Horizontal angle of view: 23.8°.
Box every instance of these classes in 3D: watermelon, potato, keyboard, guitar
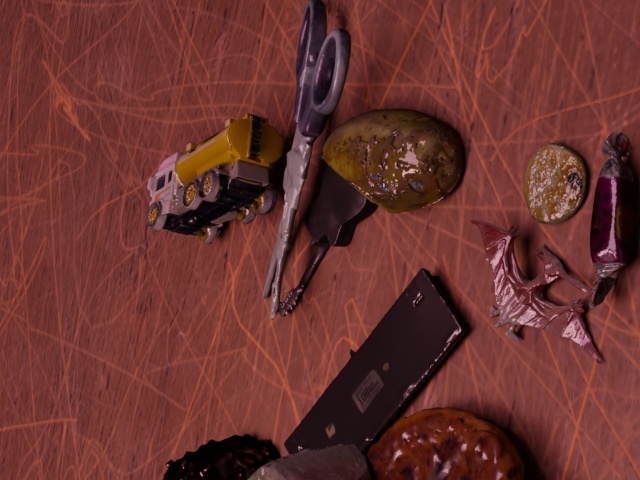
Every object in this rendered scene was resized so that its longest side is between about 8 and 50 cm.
[{"bbox_3d":[0.020,0.320,1.596,0.241,0.154,0.094,48,121,34],"label":"watermelon"},{"bbox_3d":[0.071,-0.098,1.721,0.198,0.054,0.119,27,98,43],"label":"potato"},{"bbox_3d":[0.060,0.169,1.746,0.317,0.027,0.106,-54,52,32],"label":"keyboard"},{"bbox_3d":[0.000,0.000,1.839,0.088,0.025,0.233,53,124,38],"label":"guitar"}]

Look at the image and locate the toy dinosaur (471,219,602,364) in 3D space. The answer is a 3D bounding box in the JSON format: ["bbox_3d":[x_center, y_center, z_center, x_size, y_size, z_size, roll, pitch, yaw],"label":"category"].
[{"bbox_3d":[0.218,0.055,1.563,0.220,0.032,0.108,51,121,29],"label":"toy dinosaur"}]

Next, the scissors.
[{"bbox_3d":[-0.027,-0.090,1.832,0.256,0.029,0.383,-113,33,-67],"label":"scissors"}]

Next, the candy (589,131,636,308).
[{"bbox_3d":[0.284,-0.019,1.478,0.043,0.045,0.175,3,88,45],"label":"candy"}]

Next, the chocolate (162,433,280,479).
[{"bbox_3d":[-0.136,0.311,1.888,0.156,0.133,0.156,-11,76,52],"label":"chocolate"}]

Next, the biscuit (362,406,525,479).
[{"bbox_3d":[0.132,0.345,1.596,0.289,0.081,0.334,10,90,53],"label":"biscuit"}]

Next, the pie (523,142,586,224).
[{"bbox_3d":[0.239,-0.056,1.559,0.085,0.017,0.085,-6,82,49],"label":"pie"}]

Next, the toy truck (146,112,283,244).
[{"bbox_3d":[-0.134,-0.078,1.935,0.227,0.098,0.114,-25,57,53],"label":"toy truck"}]
